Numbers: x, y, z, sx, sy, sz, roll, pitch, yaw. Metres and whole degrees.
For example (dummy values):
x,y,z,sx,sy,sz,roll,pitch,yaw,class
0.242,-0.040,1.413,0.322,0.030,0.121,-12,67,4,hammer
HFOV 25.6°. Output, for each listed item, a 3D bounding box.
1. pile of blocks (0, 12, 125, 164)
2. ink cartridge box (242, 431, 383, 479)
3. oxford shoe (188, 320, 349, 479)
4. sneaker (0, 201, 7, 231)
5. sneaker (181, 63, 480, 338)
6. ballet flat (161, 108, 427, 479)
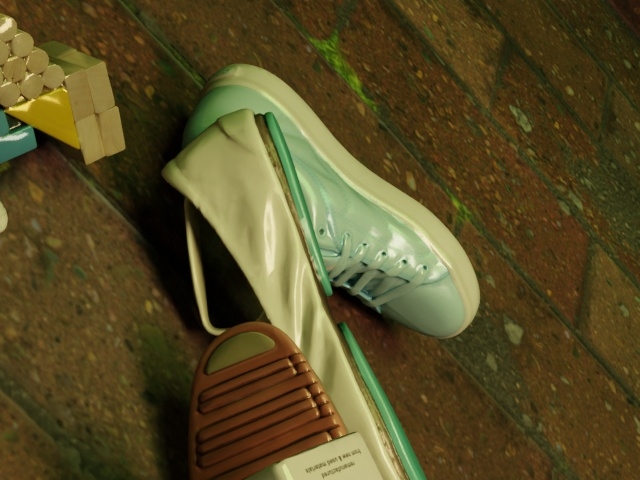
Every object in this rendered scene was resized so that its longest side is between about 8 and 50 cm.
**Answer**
x,y,z,sx,sy,sz,roll,pitch,yaw,class
-0.316,-0.151,1.110,0.112,0.149,0.362,25,-8,45,pile of blocks
-0.012,0.307,0.986,0.117,0.201,0.278,-7,68,-58,ink cartridge box
0.002,0.258,1.140,0.146,0.140,0.397,10,61,-71,oxford shoe
-0.331,-0.050,0.977,0.235,0.094,0.153,-14,82,-47,sneaker
0.000,0.000,1.379,0.366,0.135,0.150,40,46,-14,sneaker
-0.029,0.083,1.239,0.139,0.139,0.400,-19,86,-58,ballet flat
